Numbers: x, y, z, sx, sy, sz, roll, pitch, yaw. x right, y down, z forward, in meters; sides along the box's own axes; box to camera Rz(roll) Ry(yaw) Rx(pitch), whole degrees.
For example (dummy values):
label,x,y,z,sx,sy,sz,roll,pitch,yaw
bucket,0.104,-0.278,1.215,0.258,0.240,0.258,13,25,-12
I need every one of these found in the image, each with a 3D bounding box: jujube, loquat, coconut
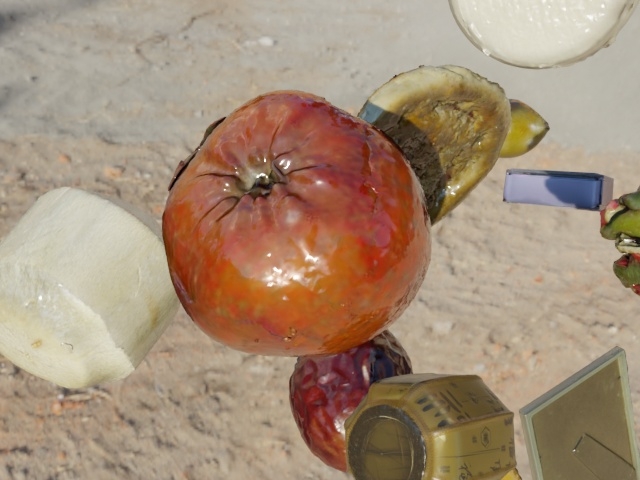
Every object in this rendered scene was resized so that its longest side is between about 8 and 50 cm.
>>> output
label,x,y,z,sx,sy,sz,roll,pitch,yaw
jujube,0.047,0.213,1.224,0.197,0.197,0.290,2,33,-6
loquat,0.441,-0.265,1.924,0.195,0.152,0.152,-5,30,27
coconut,-0.300,0.051,1.064,0.238,0.237,0.265,15,49,12

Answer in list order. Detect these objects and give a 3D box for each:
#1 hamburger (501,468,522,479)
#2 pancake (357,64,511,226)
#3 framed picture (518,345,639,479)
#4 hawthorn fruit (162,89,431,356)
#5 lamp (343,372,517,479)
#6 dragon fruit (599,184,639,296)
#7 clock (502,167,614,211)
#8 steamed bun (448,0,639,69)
label,x,y,z,sx,sy,sz,roll,pitch,yaw
hamburger,0.207,0.344,1.113,0.138,0.147,0.083,-37,13,-5
pancake,0.152,-0.113,1.230,0.356,0.356,0.065,-20,54,-31
framed picture,0.450,0.361,1.374,0.232,0.314,0.024,-25,23,-23
hawthorn fruit,0.000,0.000,0.853,0.276,0.276,0.307,42,7,39
lamp,0.125,0.226,0.916,0.185,0.161,0.161,8,25,-48
dragon fruit,0.432,0.000,0.793,0.303,0.231,0.237,-5,18,4
clock,0.481,-0.101,1.641,0.193,0.073,0.145,6,4,28
steamed bun,0.423,-0.518,1.534,0.375,0.374,0.241,15,29,12
